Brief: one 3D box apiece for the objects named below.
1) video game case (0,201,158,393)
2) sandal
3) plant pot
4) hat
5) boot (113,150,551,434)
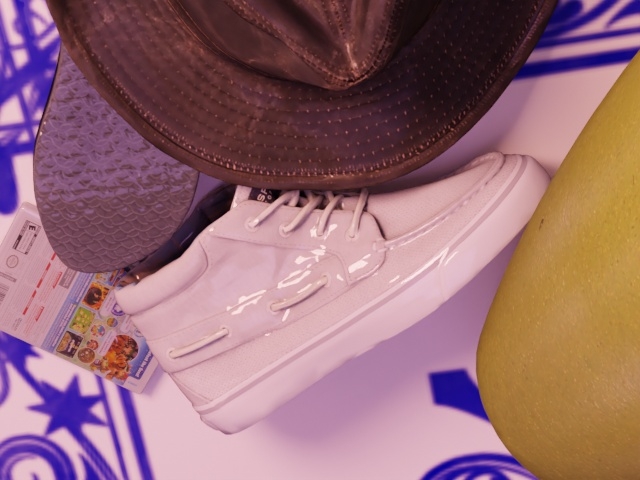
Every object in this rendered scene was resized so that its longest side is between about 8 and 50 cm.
[{"bbox_3d":[-0.148,0.037,1.138,0.122,0.011,0.087,26,115,-11],"label":"video game case"},{"bbox_3d":[-0.114,-0.105,1.048,0.097,0.054,0.255,2,108,-7],"label":"sandal"},{"bbox_3d":[0.215,0.028,0.972,0.274,0.275,0.293,30,142,-13],"label":"plant pot"},{"bbox_3d":[-0.004,-0.167,0.936,0.331,0.134,0.331,-2,109,-6],"label":"hat"},{"bbox_3d":[0.000,0.000,1.069,0.258,0.095,0.123,-36,104,12],"label":"boot"}]
